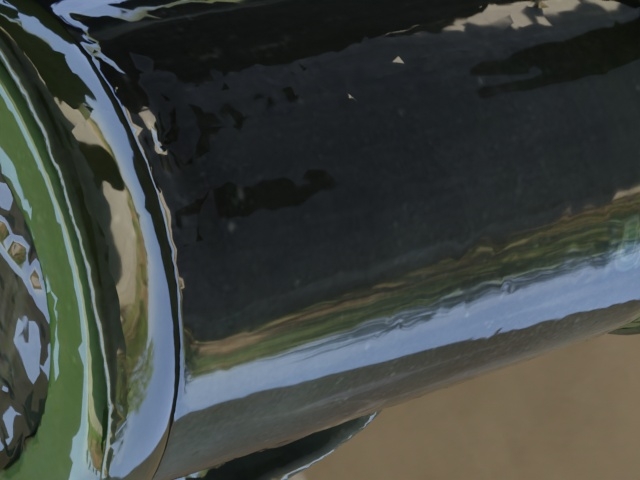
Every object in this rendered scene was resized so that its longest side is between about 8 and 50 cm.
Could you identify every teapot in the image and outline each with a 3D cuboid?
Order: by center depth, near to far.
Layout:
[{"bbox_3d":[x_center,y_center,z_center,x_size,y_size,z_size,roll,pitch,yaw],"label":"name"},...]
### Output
[{"bbox_3d":[0.000,0.000,0.727,0.337,0.270,0.200,-15,-132,-35],"label":"teapot"}]
